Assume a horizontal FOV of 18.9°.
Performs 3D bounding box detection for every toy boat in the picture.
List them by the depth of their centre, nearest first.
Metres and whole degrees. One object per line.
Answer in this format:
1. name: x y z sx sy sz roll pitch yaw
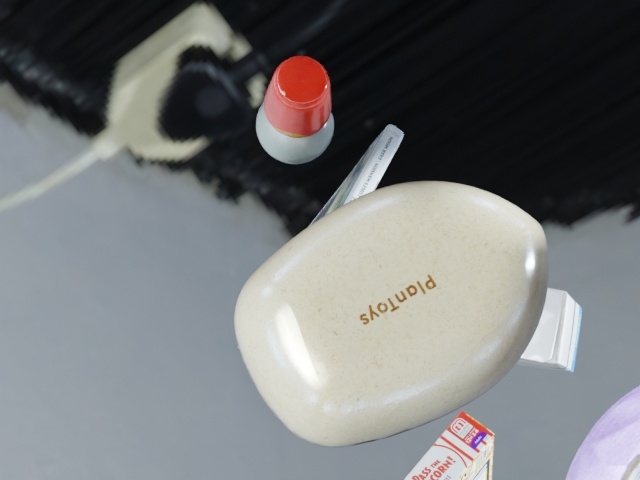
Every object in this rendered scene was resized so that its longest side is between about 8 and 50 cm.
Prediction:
1. toy boat: 0.036 0.000 1.581 0.267 0.148 0.318 -23 77 -10

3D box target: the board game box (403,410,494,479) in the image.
1. board game box: 0.117 0.275 1.970 0.045 0.193 0.147 35 69 20

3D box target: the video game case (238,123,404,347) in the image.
1. video game case: 0.000 0.000 1.790 0.022 0.190 0.173 34 44 -5

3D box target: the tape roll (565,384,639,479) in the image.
1. tape roll: 0.326 0.230 1.489 0.090 0.275 0.275 1 64 -59

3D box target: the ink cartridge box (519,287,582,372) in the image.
1. ink cartridge box: 0.215 0.096 2.205 0.203 0.148 0.086 34 66 -76
